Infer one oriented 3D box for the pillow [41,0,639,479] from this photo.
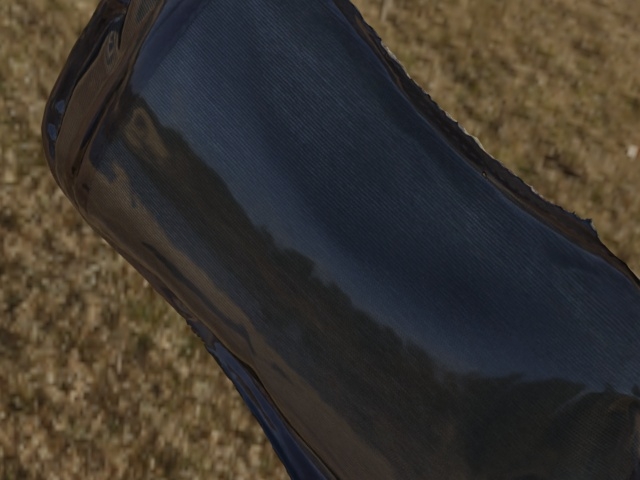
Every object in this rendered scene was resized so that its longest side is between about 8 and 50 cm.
[{"bbox_3d":[0.000,0.000,0.425,0.232,0.130,0.038,48,29,24],"label":"pillow"}]
